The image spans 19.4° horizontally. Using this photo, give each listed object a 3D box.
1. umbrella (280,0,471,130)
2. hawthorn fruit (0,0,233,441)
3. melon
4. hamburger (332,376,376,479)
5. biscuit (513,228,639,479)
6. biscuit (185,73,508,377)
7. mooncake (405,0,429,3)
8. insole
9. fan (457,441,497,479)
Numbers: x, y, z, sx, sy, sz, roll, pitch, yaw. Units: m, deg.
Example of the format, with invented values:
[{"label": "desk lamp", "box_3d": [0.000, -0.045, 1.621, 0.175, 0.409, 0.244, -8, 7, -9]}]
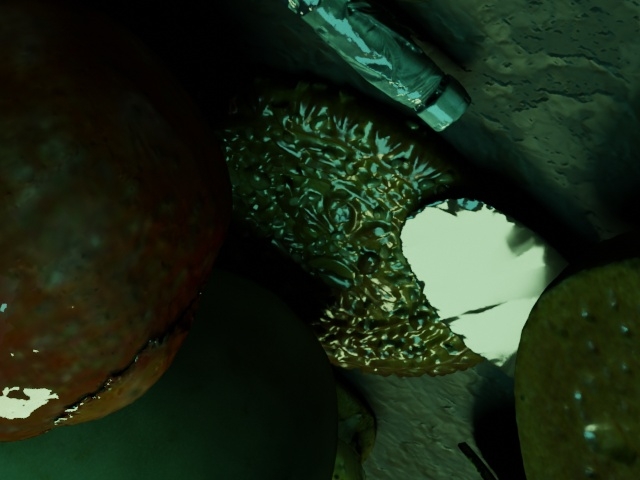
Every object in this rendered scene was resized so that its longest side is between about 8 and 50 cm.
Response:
[{"label": "umbrella", "box_3d": [0.015, -0.138, 1.128, 0.188, 0.050, 0.046, 38, 123, -14]}, {"label": "hawthorn fruit", "box_3d": [-0.196, -0.042, 1.130, 0.276, 0.276, 0.307, 10, 145, 23]}, {"label": "melon", "box_3d": [-0.119, 0.161, 1.299, 0.271, 0.308, 0.272, 15, 166, 4]}, {"label": "hamburger", "box_3d": [-0.048, 0.166, 1.495, 0.177, 0.113, 0.185, 22, 146, 9]}, {"label": "biscuit", "box_3d": [0.271, 0.181, 1.116, 0.350, 0.070, 0.394, -1, 109, 52]}, {"label": "biscuit", "box_3d": [0.000, 0.000, 1.314, 0.305, 0.038, 0.305, 18, 144, 13]}, {"label": "mooncake", "box_3d": [0.037, -0.207, 0.785, 0.228, 0.124, 0.228, 10, 143, 8]}, {"label": "insole", "box_3d": [0.165, 0.073, 1.289, 0.111, 0.007, 0.328, -24, 129, 34]}, {"label": "fan", "box_3d": [0.165, 0.235, 1.372, 0.230, 0.011, 0.335, 55, -179, 19]}]
